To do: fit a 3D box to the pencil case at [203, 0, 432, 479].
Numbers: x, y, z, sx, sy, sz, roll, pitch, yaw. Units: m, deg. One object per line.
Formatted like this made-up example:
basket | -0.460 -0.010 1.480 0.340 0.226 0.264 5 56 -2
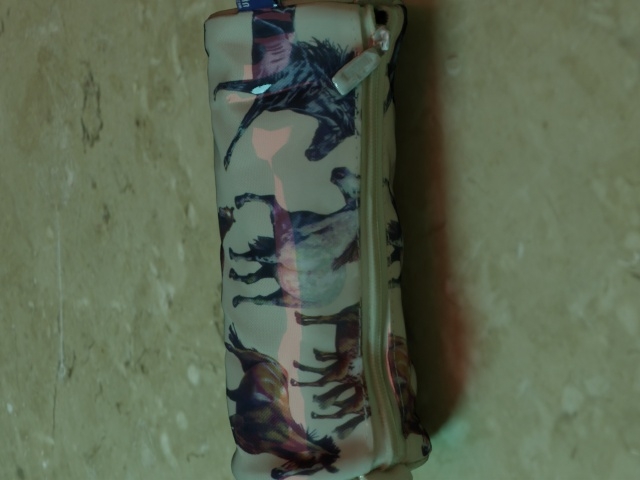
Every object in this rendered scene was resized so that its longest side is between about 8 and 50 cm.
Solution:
pencil case | 0.000 0.000 1.211 0.183 0.159 0.411 -6 87 61
